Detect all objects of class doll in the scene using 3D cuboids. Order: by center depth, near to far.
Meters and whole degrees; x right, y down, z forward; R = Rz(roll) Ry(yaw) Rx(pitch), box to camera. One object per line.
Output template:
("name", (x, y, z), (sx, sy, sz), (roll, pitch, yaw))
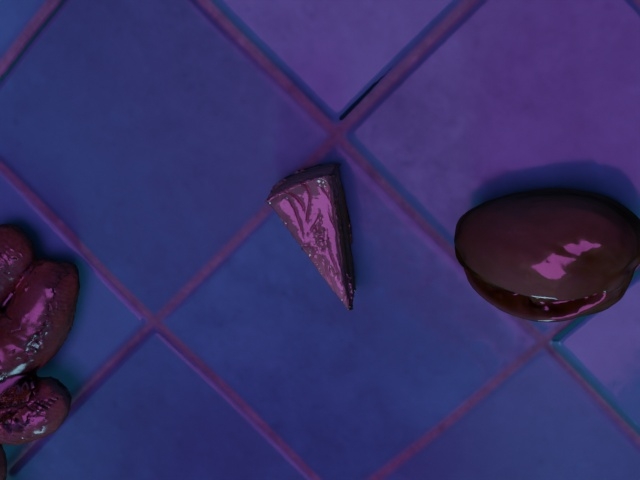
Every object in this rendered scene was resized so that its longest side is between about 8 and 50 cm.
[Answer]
("doll", (-0.338, 0.131, 1.087), (0.201, 0.156, 0.303), (34, 109, 8))

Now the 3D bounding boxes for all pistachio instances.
("pistachio", (0.179, 0.008, 0.939), (0.149, 0.113, 0.113), (12, 111, 18))

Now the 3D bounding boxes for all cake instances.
("cake", (0.000, 0.000, 1.009), (0.065, 0.052, 0.121), (-11, 106, 12))
